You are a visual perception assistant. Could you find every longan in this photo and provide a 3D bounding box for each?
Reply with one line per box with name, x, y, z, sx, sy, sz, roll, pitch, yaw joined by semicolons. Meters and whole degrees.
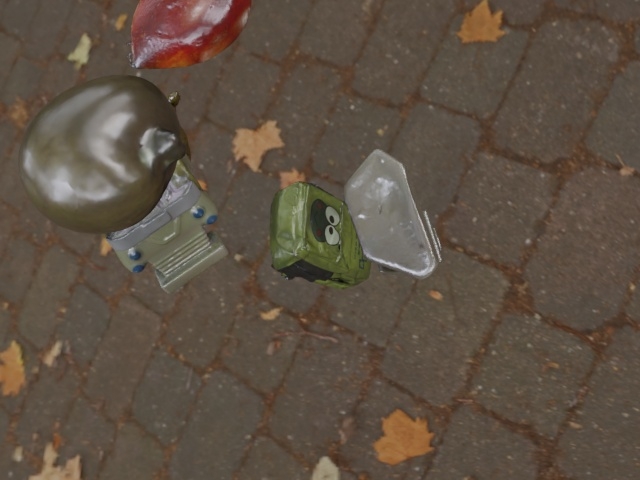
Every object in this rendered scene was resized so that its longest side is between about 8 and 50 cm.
longan;-0.361;-0.145;1.429;0.301;0.243;0.300;-9;61;17

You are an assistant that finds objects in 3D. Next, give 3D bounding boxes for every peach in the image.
peach;-0.257;-0.429;1.584;0.189;0.068;0.279;43;79;5

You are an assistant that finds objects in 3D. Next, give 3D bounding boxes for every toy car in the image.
toy car;-0.360;-0.079;1.823;0.242;0.226;0.336;-35;40;-3

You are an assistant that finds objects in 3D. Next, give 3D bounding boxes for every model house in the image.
model house;0.129;-0.026;1.415;0.122;0.188;0.229;-23;76;12

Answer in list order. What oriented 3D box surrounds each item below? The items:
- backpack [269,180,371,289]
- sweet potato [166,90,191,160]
backpack;0.000;0.000;1.747;0.140;0.253;0.206;-20;57;40
sweet potato;-0.368;-0.204;2.026;0.124;0.098;0.309;25;114;34
